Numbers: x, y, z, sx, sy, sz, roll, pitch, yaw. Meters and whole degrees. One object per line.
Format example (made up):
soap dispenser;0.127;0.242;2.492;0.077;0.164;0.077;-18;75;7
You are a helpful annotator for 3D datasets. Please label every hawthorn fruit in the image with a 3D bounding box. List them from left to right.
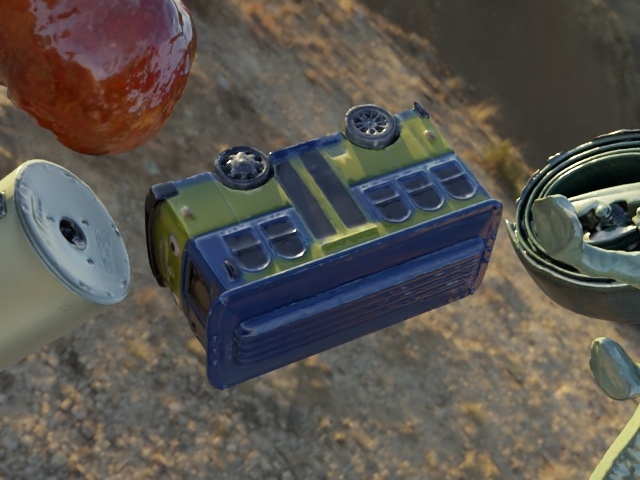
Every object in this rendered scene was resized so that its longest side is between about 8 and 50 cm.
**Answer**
hawthorn fruit;-0.221;-0.233;1.164;0.242;0.271;0.242;45;2;-2

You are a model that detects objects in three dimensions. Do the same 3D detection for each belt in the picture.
belt;0.330;-0.012;1.217;0.116;0.267;0.206;45;57;-41

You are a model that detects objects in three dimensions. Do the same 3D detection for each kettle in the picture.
kettle;-0.432;0.062;1.359;0.205;0.318;0.265;63;20;7

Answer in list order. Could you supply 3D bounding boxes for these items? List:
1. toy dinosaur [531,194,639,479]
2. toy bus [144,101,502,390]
toy dinosaur;0.202;0.057;0.614;0.205;0.393;0.092;5;14;-33
toy bus;0.000;0.000;1.008;0.288;0.138;0.175;-19;54;-20
